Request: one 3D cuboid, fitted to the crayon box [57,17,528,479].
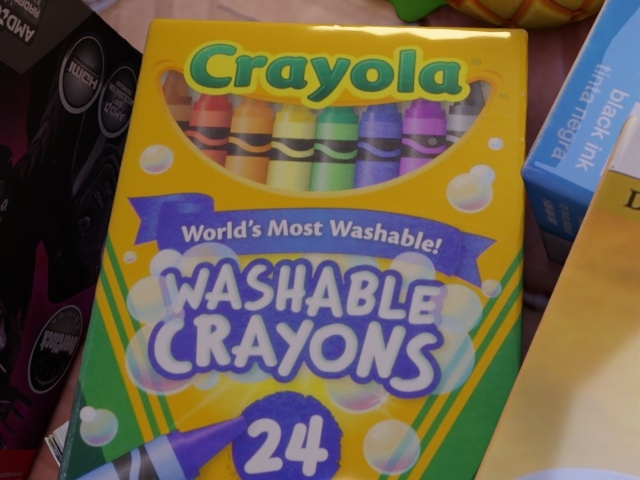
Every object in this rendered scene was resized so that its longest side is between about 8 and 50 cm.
[{"bbox_3d":[0.000,0.000,0.570,0.203,0.083,0.323,3,63,7],"label":"crayon box"}]

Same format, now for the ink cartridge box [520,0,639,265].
[{"bbox_3d":[0.259,0.003,0.486,0.307,0.223,0.129,26,87,17],"label":"ink cartridge box"}]

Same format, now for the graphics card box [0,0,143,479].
[{"bbox_3d":[-0.215,0.039,0.591,0.094,0.233,0.371,18,83,18],"label":"graphics card box"}]

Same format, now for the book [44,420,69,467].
[{"bbox_3d":[-0.082,0.160,0.605,0.035,0.096,0.144,-34,72,5],"label":"book"}]

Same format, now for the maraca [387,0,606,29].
[{"bbox_3d":[0.099,-0.168,0.616,0.185,0.127,0.099,-5,53,20],"label":"maraca"}]

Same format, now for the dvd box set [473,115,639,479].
[{"bbox_3d":[0.151,0.202,0.299,0.307,0.062,0.420,22,79,18],"label":"dvd box set"}]
